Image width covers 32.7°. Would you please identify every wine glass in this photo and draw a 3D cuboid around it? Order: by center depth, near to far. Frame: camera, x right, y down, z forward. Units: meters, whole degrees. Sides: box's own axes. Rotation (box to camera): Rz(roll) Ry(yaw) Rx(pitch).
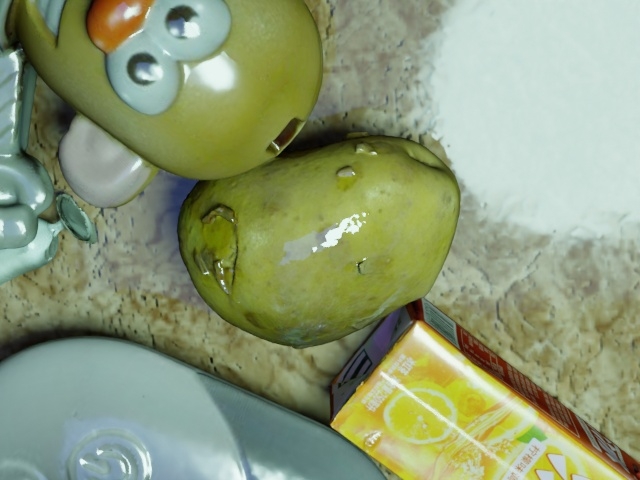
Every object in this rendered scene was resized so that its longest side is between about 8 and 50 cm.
[{"bbox_3d":[-0.194,0.005,0.728,0.083,0.042,0.039,-30,62,13],"label":"wine glass"}]

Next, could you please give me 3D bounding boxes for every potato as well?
[{"bbox_3d":[0.000,0.000,0.668,0.175,0.137,0.137,-11,103,17],"label":"potato"}]

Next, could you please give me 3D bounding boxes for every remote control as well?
[{"bbox_3d":[-0.099,0.193,0.733,0.332,0.103,0.221,24,106,-4],"label":"remote control"}]

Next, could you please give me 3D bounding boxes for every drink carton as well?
[{"bbox_3d":[0.119,0.141,0.725,0.223,0.071,0.096,37,102,-7],"label":"drink carton"}]

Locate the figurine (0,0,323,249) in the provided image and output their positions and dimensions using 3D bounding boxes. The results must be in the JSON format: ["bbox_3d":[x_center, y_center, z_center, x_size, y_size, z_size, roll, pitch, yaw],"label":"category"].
[{"bbox_3d":[-0.121,-0.153,0.614,0.285,0.167,0.342,45,123,0],"label":"figurine"}]
